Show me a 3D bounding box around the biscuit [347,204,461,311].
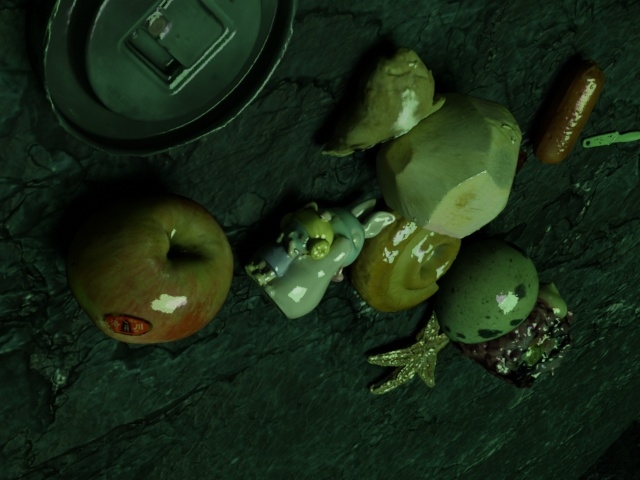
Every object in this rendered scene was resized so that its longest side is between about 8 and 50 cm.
[{"bbox_3d":[0.150,0.020,1.756,0.213,0.091,0.274,-19,142,-34],"label":"biscuit"}]

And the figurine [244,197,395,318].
[{"bbox_3d":[0.000,0.000,1.560,0.235,0.127,0.155,-44,137,-8],"label":"figurine"}]

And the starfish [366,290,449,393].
[{"bbox_3d":[0.187,0.223,2.054,0.231,0.048,0.295,-24,141,-26],"label":"starfish"}]

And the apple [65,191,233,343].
[{"bbox_3d":[-0.218,0.039,1.303,0.209,0.209,0.164,-4,153,-43],"label":"apple"}]

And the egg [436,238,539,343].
[{"bbox_3d":[0.306,0.101,1.927,0.177,0.177,0.228,4,131,-48],"label":"egg"}]

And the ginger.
[{"bbox_3d":[0.074,-0.194,1.454,0.193,0.115,0.123,-32,124,-2],"label":"ginger"}]

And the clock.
[{"bbox_3d":[-0.173,-0.241,1.156,0.325,0.067,0.325,-27,144,-22],"label":"clock"}]

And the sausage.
[{"bbox_3d":[0.433,-0.224,1.788,0.076,0.076,0.198,-10,135,-39],"label":"sausage"}]

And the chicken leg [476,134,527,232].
[{"bbox_3d":[0.308,-0.098,1.823,0.089,0.048,0.219,-5,131,-39],"label":"chicken leg"}]

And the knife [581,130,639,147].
[{"bbox_3d":[0.581,-0.203,2.017,0.207,0.014,0.030,-12,137,-37],"label":"knife"}]

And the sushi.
[{"bbox_3d":[0.411,0.182,2.121,0.236,0.171,0.270,-51,147,9],"label":"sushi"}]

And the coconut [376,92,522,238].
[{"bbox_3d":[0.192,-0.120,1.541,0.236,0.197,0.237,-14,155,-7],"label":"coconut"}]
